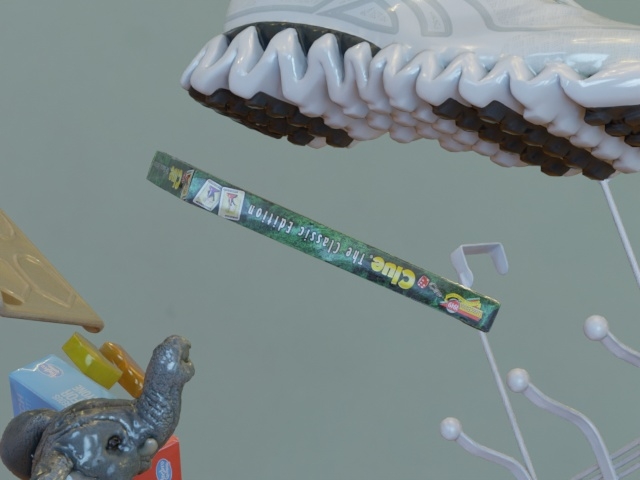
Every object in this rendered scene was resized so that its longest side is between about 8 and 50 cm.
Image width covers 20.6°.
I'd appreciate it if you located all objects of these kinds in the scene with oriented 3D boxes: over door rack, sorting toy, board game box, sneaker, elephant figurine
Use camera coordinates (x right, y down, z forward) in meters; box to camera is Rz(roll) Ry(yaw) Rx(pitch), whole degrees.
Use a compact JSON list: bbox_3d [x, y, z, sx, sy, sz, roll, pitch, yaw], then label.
[{"bbox_3d":[0.204,0.090,1.573,0.108,0.239,0.324,11,57,-30],"label":"over door rack"},{"bbox_3d":[-0.298,0.044,1.707,0.307,0.041,0.229,45,7,20],"label":"sorting toy"},{"bbox_3d":[-0.246,0.317,1.987,0.064,0.317,0.242,-24,35,-35],"label":"board game box"},{"bbox_3d":[0.059,-0.100,0.808,0.292,0.118,0.110,11,-11,40],"label":"sneaker"},{"bbox_3d":[0.000,0.000,1.336,0.259,0.030,0.136,24,-2,-19],"label":"board game box"},{"bbox_3d":[-0.208,0.209,1.531,0.169,0.239,0.186,11,31,37],"label":"elephant figurine"}]
